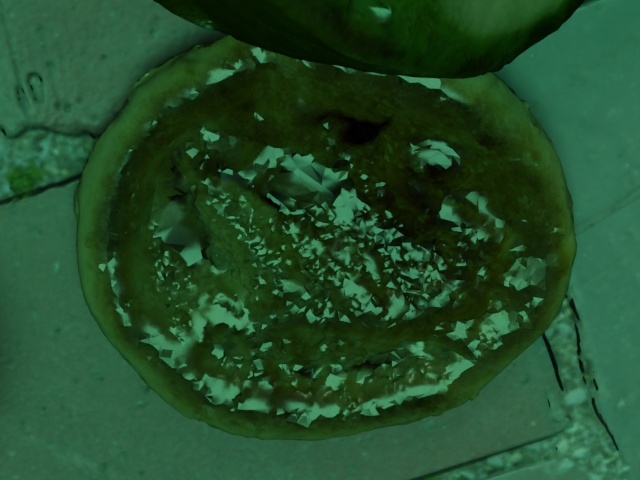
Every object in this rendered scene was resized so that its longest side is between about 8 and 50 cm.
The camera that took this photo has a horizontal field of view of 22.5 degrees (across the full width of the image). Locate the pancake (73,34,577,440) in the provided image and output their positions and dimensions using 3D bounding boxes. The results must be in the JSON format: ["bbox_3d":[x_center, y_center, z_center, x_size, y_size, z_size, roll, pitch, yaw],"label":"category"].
[{"bbox_3d":[0.000,-0.001,1.120,0.356,0.065,0.356,0,116,1],"label":"pancake"}]

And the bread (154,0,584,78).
[{"bbox_3d":[0.044,-0.271,0.796,0.366,0.129,0.382,26,80,-43],"label":"bread"}]
